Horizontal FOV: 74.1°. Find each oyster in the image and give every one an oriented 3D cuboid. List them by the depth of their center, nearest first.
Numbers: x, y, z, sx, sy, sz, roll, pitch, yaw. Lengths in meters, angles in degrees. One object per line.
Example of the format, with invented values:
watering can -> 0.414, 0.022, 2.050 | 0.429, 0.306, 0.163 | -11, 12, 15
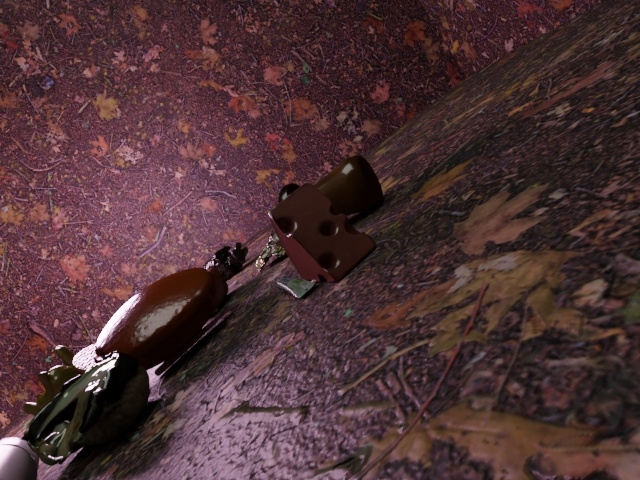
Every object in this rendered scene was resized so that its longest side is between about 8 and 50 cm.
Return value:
oyster -> -0.101, -0.038, 1.495 | 0.354, 0.107, 0.201 | -42, 14, -27

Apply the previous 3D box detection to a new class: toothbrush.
toothbrush -> -0.329, 0.256, 1.148 | 0.288, 0.021, 0.024 | -43, 6, -33

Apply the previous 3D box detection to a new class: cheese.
cheese -> -0.019, -0.016, 0.870 | 0.128, 0.177, 0.203 | -40, 10, -18

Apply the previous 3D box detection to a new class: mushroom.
mushroom -> -0.480, 0.366, 0.894 | 0.344, 0.130, 0.248 | -34, 26, 25

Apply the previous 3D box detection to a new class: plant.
plant -> -0.416, 0.097, 1.882 | 0.203, 0.131, 0.142 | -33, 7, 13

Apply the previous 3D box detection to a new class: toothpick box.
toothpick box -> 0.018, -0.110, 1.200 | 0.294, 0.192, 0.192 | -26, 13, 23

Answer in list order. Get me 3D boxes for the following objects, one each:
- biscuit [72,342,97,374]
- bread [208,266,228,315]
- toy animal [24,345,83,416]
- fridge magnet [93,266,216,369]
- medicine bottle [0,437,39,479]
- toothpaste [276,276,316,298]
biscuit -> -0.654, 0.372, 1.368 | 0.261, 0.037, 0.262 | -1, 11, 0
bread -> -0.397, 0.186, 1.426 | 0.190, 0.123, 0.244 | -39, 11, -21
toy animal -> -0.816, 0.453, 1.431 | 0.363, 0.180, 0.181 | -114, 45, -76
fridge magnet -> -0.437, 0.209, 1.146 | 0.363, 0.155, 0.364 | -27, 21, 11
medicine bottle -> -0.632, 0.477, 0.810 | 0.143, 0.143, 0.258 | -41, 11, -22
toothpaste -> -0.061, 0.099, 0.921 | 0.048, 0.029, 0.197 | -40, 13, -17
